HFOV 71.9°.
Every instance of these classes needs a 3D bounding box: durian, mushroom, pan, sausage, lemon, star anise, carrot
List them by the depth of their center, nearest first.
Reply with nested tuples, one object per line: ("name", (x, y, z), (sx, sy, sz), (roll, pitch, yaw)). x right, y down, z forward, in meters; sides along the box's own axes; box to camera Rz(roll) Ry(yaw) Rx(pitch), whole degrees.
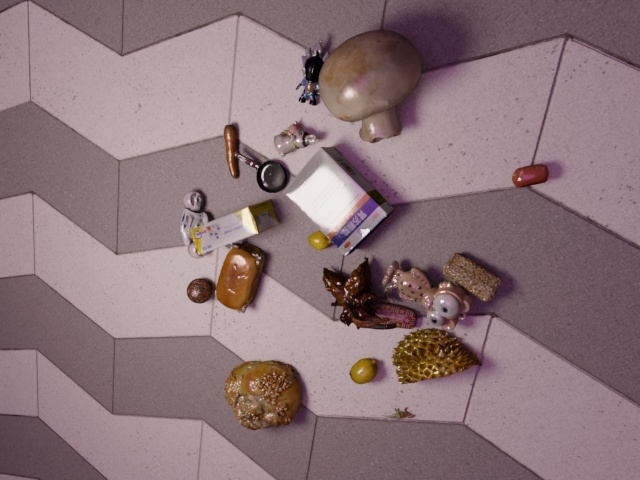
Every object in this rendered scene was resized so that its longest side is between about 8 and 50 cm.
("sausage", (0.580, -0.180, 1.222), (0.094, 0.059, 0.054), (-10, 97, 22))
("mushroom", (0.152, -0.434, 1.262), (0.298, 0.297, 0.290), (-12, 133, 24))
("star anise", (0.126, 0.187, 1.403), (0.346, 0.148, 0.237), (43, 111, 52))
("durian", (0.341, 0.368, 1.411), (0.261, 0.154, 0.186), (-33, 63, 17))
("lemon", (0.000, 0.000, 1.490), (0.092, 0.065, 0.065), (5, 103, 23))
("lemon", (0.151, 0.447, 1.514), (0.111, 0.082, 0.082), (-38, 86, 18))
("pan", (-0.210, -0.248, 1.534), (0.212, 0.040, 0.114), (34, 112, 5))
("carrot", (-0.315, -0.313, 1.562), (0.047, 0.047, 0.191), (4, 103, 21))

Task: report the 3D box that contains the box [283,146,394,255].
("box", (0.058, -0.129, 1.416), (0.299, 0.106, 0.200), (47, 115, 8))

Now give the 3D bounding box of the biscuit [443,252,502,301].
("biscuit", (0.453, 0.110, 1.326), (0.168, 0.082, 0.070), (34, 154, 13))

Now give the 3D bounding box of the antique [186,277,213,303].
("antique", (-0.466, 0.195, 1.699), (0.104, 0.104, 0.104), (5, 103, 21))

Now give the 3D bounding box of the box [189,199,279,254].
("box", (-0.301, -0.048, 1.548), (0.265, 0.168, 0.097), (-19, 97, 23))

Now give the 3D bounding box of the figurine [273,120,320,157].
("figurine", (-0.083, -0.342, 1.442), (0.146, 0.081, 0.098), (-19, 93, 24))

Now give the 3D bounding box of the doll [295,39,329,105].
("doll", (-0.021, -0.528, 1.387), (0.096, 0.070, 0.195), (16, 114, 2))

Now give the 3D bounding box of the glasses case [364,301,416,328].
("glasses case", (0.220, 0.246, 1.461), (0.195, 0.049, 0.073), (6, 103, 21))

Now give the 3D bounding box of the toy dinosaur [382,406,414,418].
("toy dinosaur", (0.268, 0.599, 1.527), (0.113, 0.026, 0.041), (-4, 116, 14))

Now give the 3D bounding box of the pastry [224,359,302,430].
("pastry", (-0.227, 0.583, 1.652), (0.311, 0.162, 0.255), (-15, 93, 22))

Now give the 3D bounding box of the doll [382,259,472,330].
("doll", (0.324, 0.168, 1.371), (0.278, 0.119, 0.154), (24, 123, 22))

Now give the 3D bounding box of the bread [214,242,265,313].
("bread", (-0.296, 0.135, 1.615), (0.136, 0.107, 0.241), (24, 109, 13))

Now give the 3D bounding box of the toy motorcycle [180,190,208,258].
("toy motorcycle", (-0.476, -0.057, 1.639), (0.113, 0.112, 0.254), (-3, 95, 22))
